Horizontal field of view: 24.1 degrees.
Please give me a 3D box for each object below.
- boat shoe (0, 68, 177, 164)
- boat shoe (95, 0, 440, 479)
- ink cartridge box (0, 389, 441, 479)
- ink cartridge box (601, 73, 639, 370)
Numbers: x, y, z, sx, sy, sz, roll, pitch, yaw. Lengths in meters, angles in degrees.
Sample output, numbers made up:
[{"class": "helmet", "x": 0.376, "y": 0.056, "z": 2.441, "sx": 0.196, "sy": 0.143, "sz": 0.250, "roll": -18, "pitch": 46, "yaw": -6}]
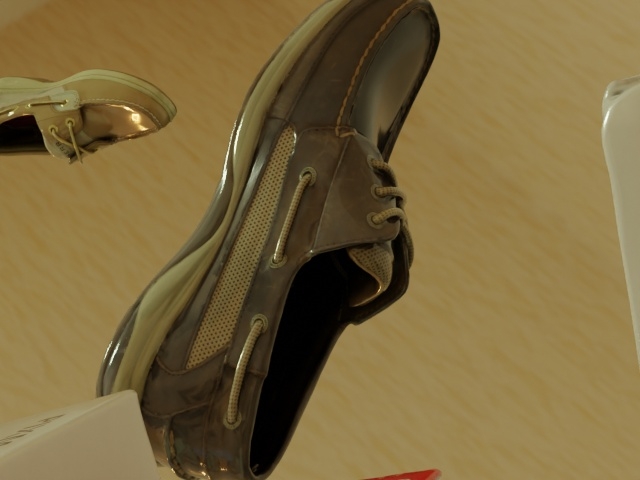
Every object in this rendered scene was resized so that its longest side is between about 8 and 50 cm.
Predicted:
[{"class": "boat shoe", "x": -0.141, "y": -0.065, "z": 0.849, "sx": 0.050, "sy": 0.135, "sz": 0.045, "roll": 50, "pitch": -128, "yaw": -41}, {"class": "boat shoe", "x": 0.000, "y": 0.000, "z": 0.951, "sx": 0.355, "sy": 0.130, "sz": 0.132, "roll": -62, "pitch": -28, "yaw": -11}, {"class": "ink cartridge box", "x": -0.127, "y": 0.117, "z": 0.507, "sx": 0.261, "sy": 0.066, "sz": 0.296, "roll": -15, "pitch": 4, "yaw": 23}, {"class": "ink cartridge box", "x": 0.151, "y": 0.032, "z": 0.385, "sx": 0.203, "sy": 0.085, "sz": 0.148, "roll": 0, "pitch": -100, "yaw": -63}]
